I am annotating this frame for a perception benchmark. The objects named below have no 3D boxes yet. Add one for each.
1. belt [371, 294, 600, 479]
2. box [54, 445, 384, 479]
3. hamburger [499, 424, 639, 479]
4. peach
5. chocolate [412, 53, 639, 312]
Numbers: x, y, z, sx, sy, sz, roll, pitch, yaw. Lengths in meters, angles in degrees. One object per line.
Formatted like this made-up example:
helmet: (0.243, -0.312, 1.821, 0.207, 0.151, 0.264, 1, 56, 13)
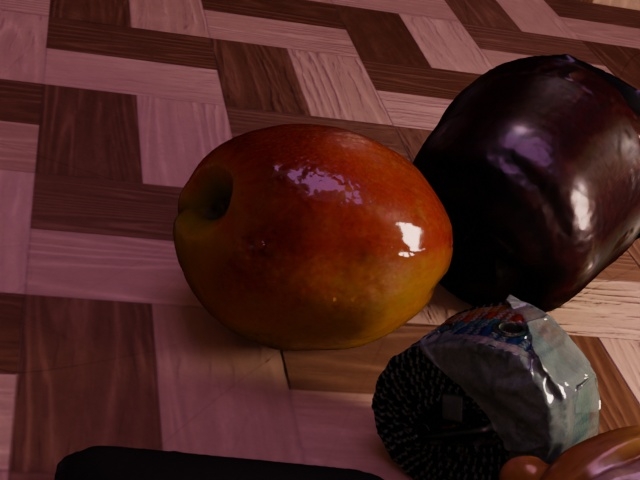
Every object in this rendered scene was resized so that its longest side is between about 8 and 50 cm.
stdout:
belt: (0.192, 0.183, 1.304, 0.258, 0.207, 0.150, -17, 8, 42)
box: (-0.087, 0.305, 1.075, 0.359, 0.091, 0.350, 8, 15, -9)
hamburger: (0.317, 0.310, 1.140, 0.276, 0.276, 0.237, -2, 21, -26)
peach: (0.000, -0.002, 1.489, 0.373, 0.372, 0.289, 4, 64, -17)
chocolate: (0.305, -0.050, 1.667, 0.384, 0.383, 0.331, 21, 43, 12)
